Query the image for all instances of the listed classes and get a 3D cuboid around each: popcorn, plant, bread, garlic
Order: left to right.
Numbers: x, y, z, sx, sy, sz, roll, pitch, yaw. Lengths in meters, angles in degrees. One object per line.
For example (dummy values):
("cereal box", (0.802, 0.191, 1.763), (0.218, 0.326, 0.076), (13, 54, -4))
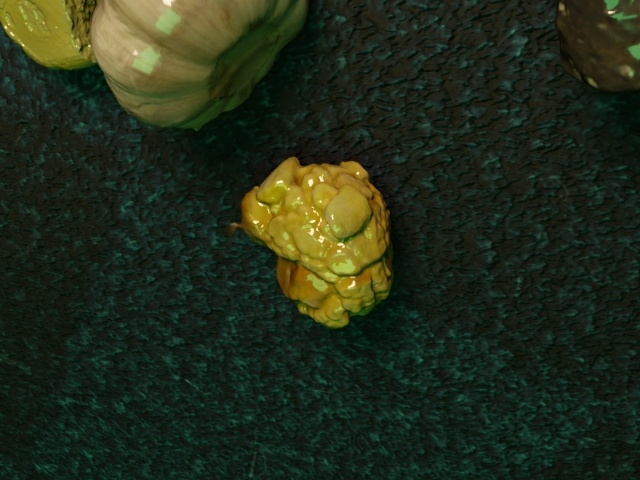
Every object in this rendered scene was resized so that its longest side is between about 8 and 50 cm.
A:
("bread", (-0.268, -0.251, 0.812), (0.125, 0.086, 0.156), (9, 124, 15))
("garlic", (-0.138, -0.228, 0.756), (0.212, 0.218, 0.218), (48, 126, 14))
("popcorn", (0.014, -0.007, 0.891), (0.163, 0.140, 0.194), (-28, 104, 37))
("plant", (0.268, -0.239, 0.641), (0.204, 0.178, 0.234), (1, 115, 26))
